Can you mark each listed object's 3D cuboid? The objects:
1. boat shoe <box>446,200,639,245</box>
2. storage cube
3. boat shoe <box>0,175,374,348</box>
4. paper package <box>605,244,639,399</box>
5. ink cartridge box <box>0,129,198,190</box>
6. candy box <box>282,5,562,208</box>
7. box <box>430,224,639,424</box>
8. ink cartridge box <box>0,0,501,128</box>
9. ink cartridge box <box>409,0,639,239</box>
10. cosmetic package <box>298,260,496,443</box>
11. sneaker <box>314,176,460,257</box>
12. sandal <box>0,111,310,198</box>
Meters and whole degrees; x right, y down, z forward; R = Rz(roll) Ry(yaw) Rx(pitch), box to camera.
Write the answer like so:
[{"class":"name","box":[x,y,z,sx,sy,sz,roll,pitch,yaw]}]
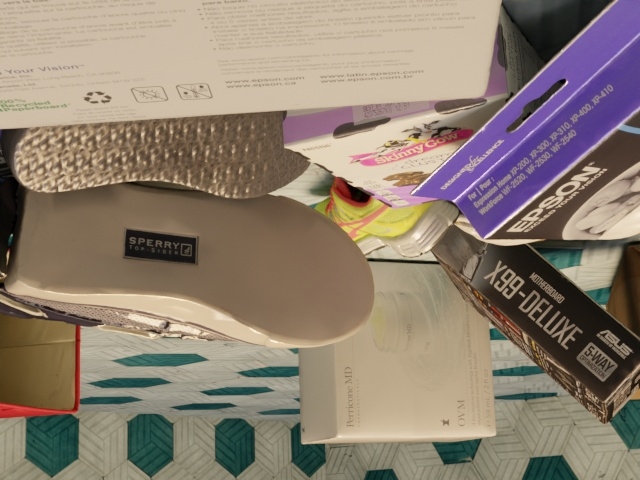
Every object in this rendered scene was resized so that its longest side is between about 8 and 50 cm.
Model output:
[{"class":"boat shoe","box":[0.200,-0.047,0.954,0.096,0.098,0.277,6,165,-34]},{"class":"storage cube","box":[-0.419,0.118,1.327,0.193,0.183,0.215,-8,165,23]},{"class":"boat shoe","box":[-0.130,0.021,0.915,0.341,0.127,0.158,15,164,-32]},{"class":"paper package","box":[0.551,0.106,1.480,0.310,0.168,0.325,-6,165,10]},{"class":"ink cartridge box","box":[-0.237,-0.068,0.874,0.165,0.065,0.333,-10,163,28]},{"class":"candy box","box":[0.086,-0.090,0.820,0.165,0.070,0.196,-10,164,25]},{"class":"box","box":[0.251,0.090,1.250,0.076,0.242,0.307,-47,160,0]},{"class":"ink cartridge box","box":[-0.069,-0.152,0.558,0.324,0.071,0.330,-3,163,4]},{"class":"ink cartridge box","box":[0.197,-0.073,0.755,0.208,0.045,0.206,0,145,-44]},{"class":"cosmetic package","box":[0.095,0.149,1.452,0.225,0.224,0.138,2,166,-19]},{"class":"sneaker","box":[0.041,-0.040,1.031,0.094,0.081,0.208,45,158,-19]},{"class":"sandal","box":[-0.108,-0.085,0.812,0.255,0.054,0.097,0,127,-37]}]
